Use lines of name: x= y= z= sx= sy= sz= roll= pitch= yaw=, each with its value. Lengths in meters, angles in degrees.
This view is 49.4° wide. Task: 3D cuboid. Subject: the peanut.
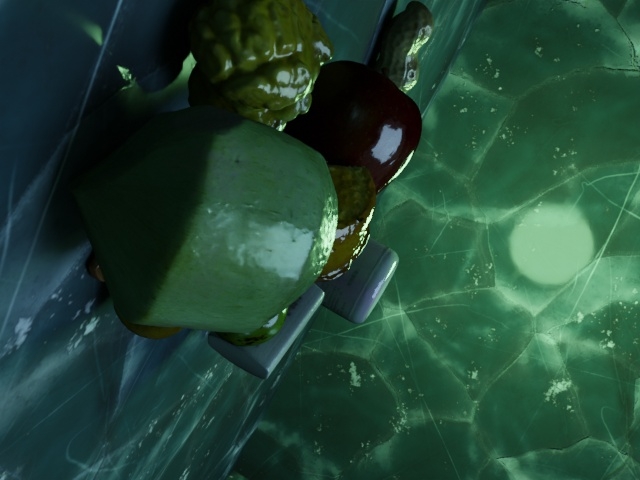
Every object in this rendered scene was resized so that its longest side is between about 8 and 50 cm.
peanut: x=0.215 y=-0.494 z=1.850 sx=0.120 sy=0.136 sz=0.298 roll=-46 pitch=163 yaw=-44

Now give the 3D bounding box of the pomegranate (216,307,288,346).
pomegranate: x=-0.188 y=0.131 z=1.534 sx=0.263 sy=0.211 sz=0.211 roll=2 pitch=127 yaw=-32

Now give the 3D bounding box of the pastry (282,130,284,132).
pastry: x=-0.119 y=-0.189 z=1.272 sx=0.140 sy=0.056 sz=0.080 roll=-46 pitch=157 yaw=-33

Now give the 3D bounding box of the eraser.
eraser: x=-0.131 y=0.190 z=1.717 sx=0.270 sy=0.174 sz=0.094 roll=-53 pitch=166 yaw=-35

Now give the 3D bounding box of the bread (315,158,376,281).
bread: x=-0.035 y=-0.026 z=1.269 sx=0.194 sy=0.340 sz=0.179 roll=115 pitch=-33 yaw=-43

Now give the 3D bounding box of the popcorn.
popcorn: x=-0.096 y=-0.243 z=0.930 sx=0.203 sy=0.200 sz=0.226 roll=-36 pitch=-145 yaw=24

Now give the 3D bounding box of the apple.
apple: x=0.057 y=-0.222 z=1.444 sx=0.317 sy=0.288 sz=0.288 roll=-51 pitch=171 yaw=4

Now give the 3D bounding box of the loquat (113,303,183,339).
loquat: x=-0.255 y=0.082 z=1.103 sx=0.163 sy=0.137 sz=0.163 roll=-37 pitch=-168 yaw=9

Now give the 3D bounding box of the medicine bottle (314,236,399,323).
medicine bottle: x=0.046 y=0.075 z=2.108 sx=0.256 sy=0.325 sz=0.256 roll=-58 pitch=169 yaw=-18

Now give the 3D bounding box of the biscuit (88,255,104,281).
biscuit: x=-0.295 y=0.006 z=1.028 sx=0.130 sy=0.019 sz=0.102 roll=-53 pitch=169 yaw=-41

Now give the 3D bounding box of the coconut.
coconut: x=-0.151 y=-0.027 z=0.876 sx=0.328 sy=0.329 sz=0.281 roll=86 pitch=7 yaw=-74
